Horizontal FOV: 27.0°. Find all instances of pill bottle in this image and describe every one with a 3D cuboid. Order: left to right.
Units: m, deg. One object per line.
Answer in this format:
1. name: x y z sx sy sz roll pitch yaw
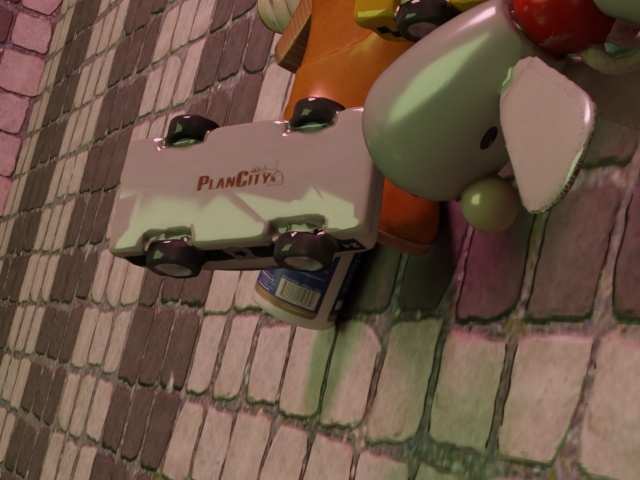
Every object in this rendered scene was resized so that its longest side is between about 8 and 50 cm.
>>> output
1. pill bottle: 0.000 0.000 0.984 0.120 0.067 0.067 -68 22 13

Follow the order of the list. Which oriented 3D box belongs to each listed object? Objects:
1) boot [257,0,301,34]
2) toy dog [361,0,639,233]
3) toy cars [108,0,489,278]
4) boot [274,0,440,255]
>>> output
1. boot: 0.013 -0.271 1.143 0.165 0.077 0.213 -137 61 -67
2. toy dog: 0.168 -0.077 0.521 0.161 0.220 0.333 66 154 11
3. toy cars: 0.044 -0.090 0.805 0.394 0.087 0.176 -42 52 9
4. boot: 0.061 -0.149 0.908 0.211 0.104 0.295 -54 33 26
